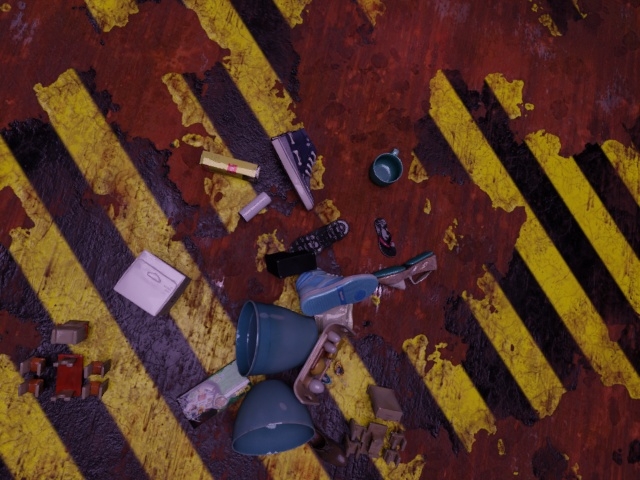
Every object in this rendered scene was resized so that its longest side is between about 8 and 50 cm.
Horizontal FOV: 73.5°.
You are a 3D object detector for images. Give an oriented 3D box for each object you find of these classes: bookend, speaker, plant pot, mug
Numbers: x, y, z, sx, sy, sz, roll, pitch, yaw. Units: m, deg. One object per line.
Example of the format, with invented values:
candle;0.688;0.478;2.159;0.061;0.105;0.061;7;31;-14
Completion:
bookend;-0.119;0.084;1.685;0.156;0.157;0.072;-13;103;-24
speaker;-0.265;-0.136;1.733;0.136;0.055;0.055;-43;91;-14
plant pot;-0.155;0.364;1.589;0.255;0.272;0.271;8;80;-24
mug;0.286;-0.304;1.842;0.158;0.097;0.129;-29;88;-14
plant pot;-0.179;0.625;1.552;0.291;0.290;0.195;-4;47;-11

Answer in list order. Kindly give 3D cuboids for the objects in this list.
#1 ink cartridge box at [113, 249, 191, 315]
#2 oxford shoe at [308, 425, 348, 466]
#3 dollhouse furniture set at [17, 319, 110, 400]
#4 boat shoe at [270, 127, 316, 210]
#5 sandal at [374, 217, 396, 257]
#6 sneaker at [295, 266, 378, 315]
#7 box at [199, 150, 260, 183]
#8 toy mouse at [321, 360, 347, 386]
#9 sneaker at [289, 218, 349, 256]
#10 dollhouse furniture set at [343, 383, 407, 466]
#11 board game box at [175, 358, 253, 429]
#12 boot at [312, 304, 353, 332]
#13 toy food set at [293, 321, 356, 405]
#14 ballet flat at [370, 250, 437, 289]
ink cartridge box;-0.591;0.156;1.536;0.171;0.233;0.168;35;77;-4
oxford shoe;0.017;0.793;1.633;0.227;0.096;0.082;39;75;-5
dollhouse furniture set;-0.885;0.425;1.516;0.262;0.135;0.258;6;92;-10
boat shoe;-0.066;-0.302;1.756;0.158;0.127;0.340;-26;87;-6
sandal;0.276;-0.012;1.826;0.067;0.040;0.179;-18;86;-13
sneaker;0.049;0.159;1.679;0.319;0.208;0.127;-14;124;-13
box;-0.361;-0.293;1.722;0.233;0.087;0.058;15;80;-10
toy mouse;0.022;0.512;1.706;0.143;0.031;0.160;-8;83;-12
sneaker;0.000;0.000;1.749;0.268;0.106;0.101;-25;92;7
dollhouse furniture set;0.220;0.723;1.684;0.212;0.161;0.241;15;101;-8
board game box;-0.396;0.578;1.619;0.260;0.030;0.136;-31;86;-13
boot;0.046;0.268;1.726;0.165;0.077;0.213;0;83;-9
toy food set;0.031;0.456;1.576;0.092;0.219;0.306;26;78;25
ballet flat;0.358;0.143;1.792;0.316;0.107;0.106;-20;100;-12
